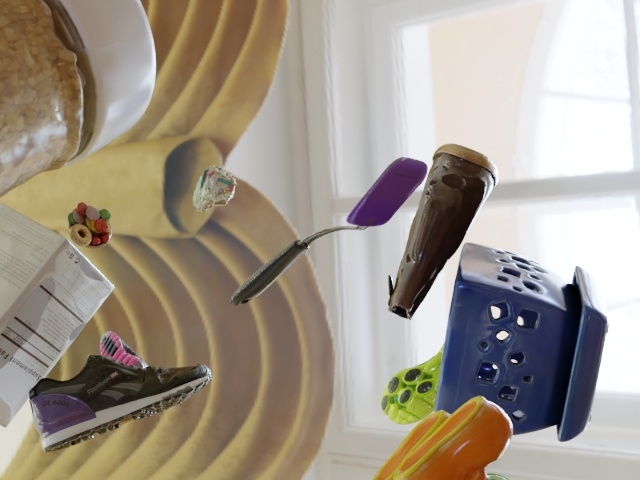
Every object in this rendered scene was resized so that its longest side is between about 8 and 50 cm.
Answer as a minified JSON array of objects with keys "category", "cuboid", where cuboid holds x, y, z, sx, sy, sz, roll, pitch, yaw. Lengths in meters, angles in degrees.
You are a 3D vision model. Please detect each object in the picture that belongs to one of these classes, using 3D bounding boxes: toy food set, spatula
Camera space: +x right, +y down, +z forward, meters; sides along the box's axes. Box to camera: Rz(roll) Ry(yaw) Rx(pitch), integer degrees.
[{"category":"toy food set","cuboid":[-0.397,-0.025,1.377,0.083,0.020,0.082,8,-116,-42]},{"category":"spatula","cuboid":[0.000,0.000,0.888,0.084,0.296,0.030,2,-120,-53]}]

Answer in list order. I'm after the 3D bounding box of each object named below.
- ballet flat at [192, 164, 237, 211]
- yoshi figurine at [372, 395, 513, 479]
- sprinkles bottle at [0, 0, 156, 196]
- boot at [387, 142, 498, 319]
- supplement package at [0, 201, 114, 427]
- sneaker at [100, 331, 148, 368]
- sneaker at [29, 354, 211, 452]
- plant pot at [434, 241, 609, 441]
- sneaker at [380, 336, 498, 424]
[{"category":"ballet flat","cuboid":[-0.222,-0.100,1.669,0.077,0.241,0.091,14,-95,-12]},{"category":"yoshi figurine","cuboid":[0.227,0.276,0.650,0.362,0.203,0.203,47,-150,7]},{"category":"sprinkles bottle","cuboid":[-0.216,-0.027,0.300,0.355,0.121,0.121,-46,-56,-47]},{"category":"boot","cuboid":[0.155,-0.001,1.063,0.248,0.090,0.206,79,-145,-74]},{"category":"supplement package","cuboid":[-0.523,0.121,1.314,0.293,0.178,0.175,-55,-28,-18]},{"category":"sneaker","cuboid":[-0.355,0.213,1.461,0.047,0.119,0.057,-51,-24,4]},{"category":"sneaker","cuboid":[-0.316,0.226,1.272,0.283,0.107,0.124,-17,-105,-27]},{"category":"plant pot","cuboid":[0.291,0.147,1.161,0.236,0.212,0.235,-45,-39,-70]},{"category":"sneaker","cuboid":[0.250,0.270,1.603,0.109,0.295,0.123,55,-167,31]}]
